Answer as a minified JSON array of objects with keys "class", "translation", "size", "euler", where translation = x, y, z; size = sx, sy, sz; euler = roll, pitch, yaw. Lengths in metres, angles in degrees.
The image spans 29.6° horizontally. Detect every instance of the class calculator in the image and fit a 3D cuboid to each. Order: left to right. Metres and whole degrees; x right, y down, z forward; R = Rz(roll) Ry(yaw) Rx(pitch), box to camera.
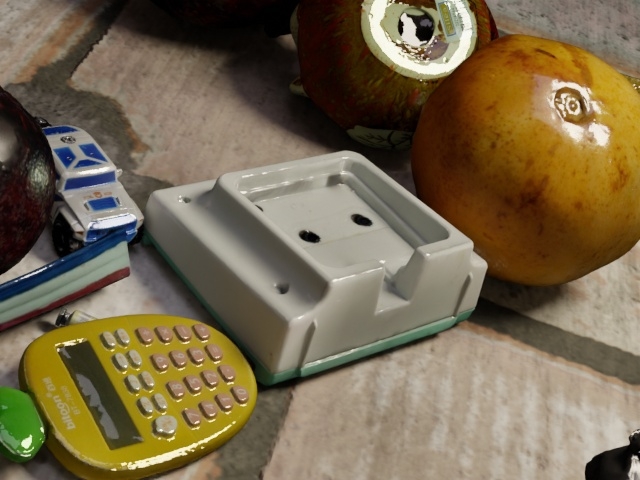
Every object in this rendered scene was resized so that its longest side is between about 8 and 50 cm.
[{"class":"calculator","translation":[-0.155,0.123,0.963],"size":[0.235,0.032,0.146],"euler":[-11,53,-37]}]

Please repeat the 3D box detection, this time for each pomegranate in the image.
[{"class":"pomegranate","translation":[0.221,-0.077,1.251],"size":[0.264,0.264,0.264],"euler":[13,36,-10]}]

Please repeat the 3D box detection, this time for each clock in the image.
[{"class":"clock","translation":[0.000,0.000,1.148],"size":[0.262,0.116,0.231],"euler":[-13,46,-39]}]

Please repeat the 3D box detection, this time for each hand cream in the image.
[{"class":"hand cream","translation":[-0.176,0.085,1.028],"size":[0.102,0.022,0.035],"euler":[25,36,-3]}]

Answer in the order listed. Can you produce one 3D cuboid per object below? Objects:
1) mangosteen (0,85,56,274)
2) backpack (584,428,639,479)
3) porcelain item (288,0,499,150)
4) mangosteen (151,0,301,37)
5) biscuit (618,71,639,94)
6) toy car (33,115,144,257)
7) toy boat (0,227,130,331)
[{"class":"mangosteen","translation":[-0.327,-0.047,0.991],"size":[0.216,0.216,0.216],"euler":[13,36,-10]},{"class":"backpack","translation":[0.254,0.248,0.950],"size":[0.120,0.106,0.165],"euler":[36,49,-14]},{"class":"porcelain item","translation":[0.080,-0.219,1.437],"size":[0.253,0.253,0.253],"euler":[13,36,-10]},{"class":"mangosteen","translation":[-0.100,-0.405,1.486],"size":[0.330,0.330,0.330],"euler":[13,36,-10]},{"class":"biscuit","translation":[0.489,-0.172,1.695],"size":[0.254,0.029,0.172],"euler":[16,36,-5]},{"class":"toy car","translation":[-0.236,-0.057,1.143],"size":[0.080,0.070,0.171],"euler":[-13,47,-37]},{"class":"toy boat","translation":[-0.245,0.043,1.015],"size":[0.229,0.080,0.046],"euler":[-25,90,-44]}]
